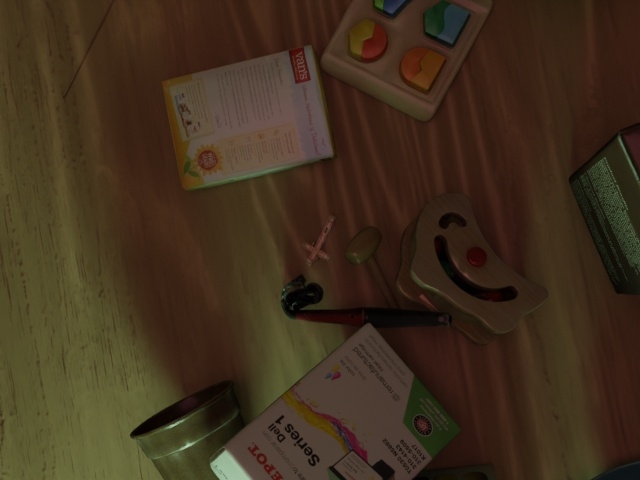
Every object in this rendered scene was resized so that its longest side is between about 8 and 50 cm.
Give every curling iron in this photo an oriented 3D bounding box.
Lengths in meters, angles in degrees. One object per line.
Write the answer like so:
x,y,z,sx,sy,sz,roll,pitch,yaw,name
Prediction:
0.056,0.099,1.299,0.273,0.035,0.068,8,118,30,curling iron

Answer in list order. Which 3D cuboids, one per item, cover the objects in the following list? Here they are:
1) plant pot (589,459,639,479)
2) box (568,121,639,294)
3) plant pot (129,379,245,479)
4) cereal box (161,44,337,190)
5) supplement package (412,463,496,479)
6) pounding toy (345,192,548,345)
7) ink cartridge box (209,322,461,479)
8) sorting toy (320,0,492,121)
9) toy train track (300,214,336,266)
0.464,0.450,1.172,0.290,0.290,0.196,-16,111,8,plant pot
0.425,-0.042,1.116,0.143,0.381,0.191,-22,85,7,box
-0.165,0.315,1.319,0.167,0.167,0.165,-26,92,7,plant pot
-0.107,-0.183,1.374,0.240,0.047,0.173,-11,87,8,cereal box
0.178,0.396,1.213,0.139,0.244,0.134,-8,88,8,supplement package
0.179,0.038,1.313,0.269,0.155,0.154,34,65,-1,pounding toy
0.020,0.282,1.244,0.278,0.117,0.201,-37,82,-27,ink cartridge box
0.125,-0.308,1.345,0.193,0.038,0.208,28,93,9,sorting toy
0.000,0.000,1.369,0.048,0.014,0.083,27,92,9,toy train track
